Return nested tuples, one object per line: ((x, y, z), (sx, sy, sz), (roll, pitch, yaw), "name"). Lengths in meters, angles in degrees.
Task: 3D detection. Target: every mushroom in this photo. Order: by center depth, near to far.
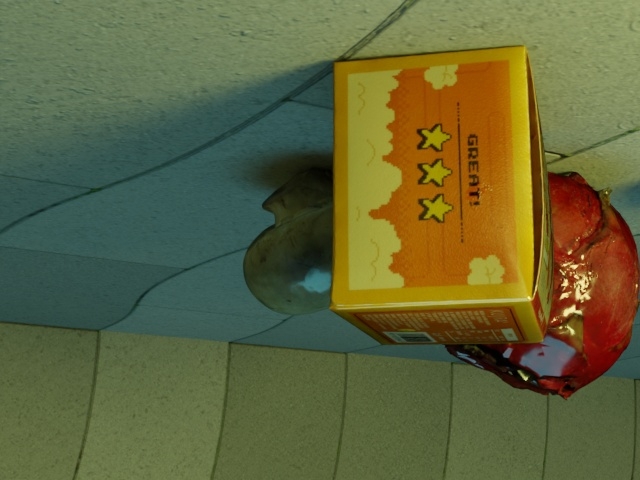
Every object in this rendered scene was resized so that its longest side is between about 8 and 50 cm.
((0.000, 0.000, 1.525), (0.184, 0.255, 0.255), (50, 152, -11), "mushroom")

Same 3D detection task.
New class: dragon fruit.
((0.281, 0.057, 1.504), (0.296, 0.301, 0.295), (7, 172, 1), "dragon fruit")

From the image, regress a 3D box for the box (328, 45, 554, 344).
((0.139, -0.031, 1.197), (0.214, 0.259, 0.283), (0, 168, 13), "box")
